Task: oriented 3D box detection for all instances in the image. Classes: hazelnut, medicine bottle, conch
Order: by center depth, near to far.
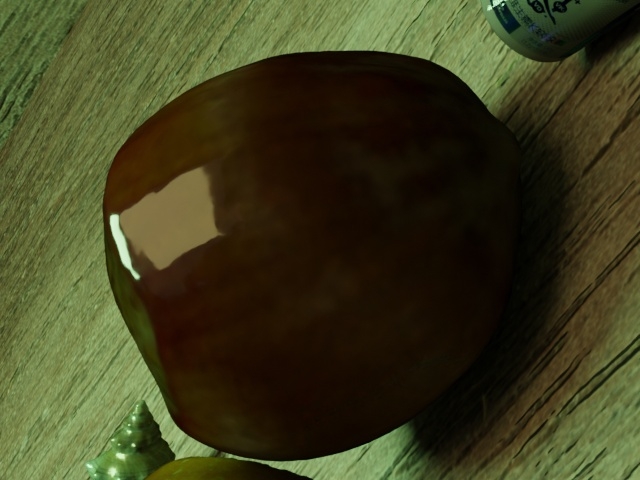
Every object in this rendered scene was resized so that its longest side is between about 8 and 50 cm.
[{"bbox_3d":[0.217,-0.222,1.385,0.191,0.107,0.107,-34,41,56],"label":"medicine bottle"},{"bbox_3d":[-0.008,0.003,1.461,0.366,0.365,0.366,-49,29,40],"label":"hazelnut"},{"bbox_3d":[-0.177,0.283,1.871,0.137,0.114,0.234,-178,73,-77],"label":"conch"}]

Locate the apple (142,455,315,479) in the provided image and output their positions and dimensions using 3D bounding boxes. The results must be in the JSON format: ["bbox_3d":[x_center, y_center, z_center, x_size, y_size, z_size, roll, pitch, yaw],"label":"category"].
[{"bbox_3d":[-0.081,0.284,1.498,0.207,0.237,0.237,-62,21,-10],"label":"apple"}]
